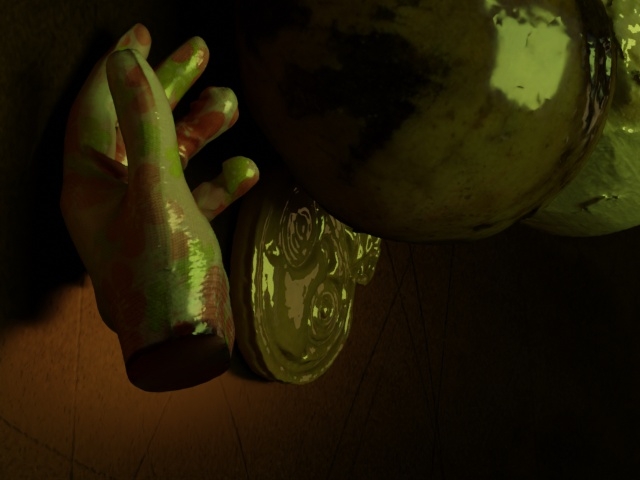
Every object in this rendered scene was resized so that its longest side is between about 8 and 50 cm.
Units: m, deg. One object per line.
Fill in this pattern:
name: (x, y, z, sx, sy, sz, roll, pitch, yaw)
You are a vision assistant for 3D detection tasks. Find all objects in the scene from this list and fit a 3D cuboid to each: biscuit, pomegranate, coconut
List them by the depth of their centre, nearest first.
pomegranate: (0.080, -0.153, 1.161, 0.322, 0.322, 0.322, -8, 99, -63)
biscuit: (0.001, 0.000, 1.287, 0.288, 0.044, 0.202, -50, 135, -48)
coconut: (0.238, -0.185, 1.425, 0.360, 0.346, 0.346, 22, 72, -48)

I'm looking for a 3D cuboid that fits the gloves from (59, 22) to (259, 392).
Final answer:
gloves: (-0.115, -0.031, 0.978, 0.145, 0.126, 0.241, 23, 42, -57)
